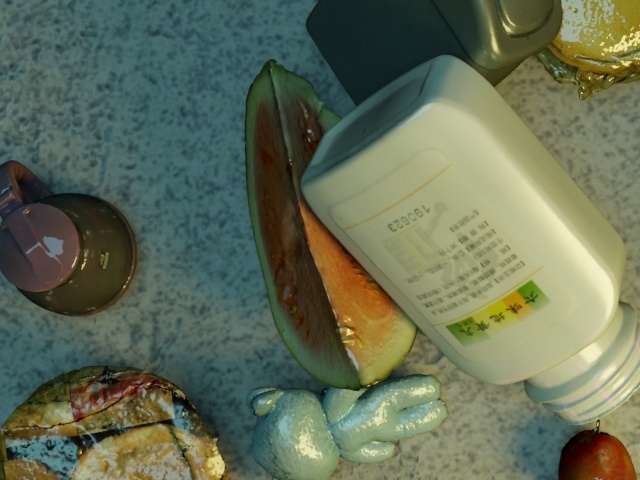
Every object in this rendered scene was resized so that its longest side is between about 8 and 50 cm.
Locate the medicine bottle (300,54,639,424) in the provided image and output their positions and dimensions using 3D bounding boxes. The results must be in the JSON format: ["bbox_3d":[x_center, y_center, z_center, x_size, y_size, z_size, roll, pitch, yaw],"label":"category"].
[{"bbox_3d":[0.146,0.011,1.415,0.179,0.124,0.324,-32,108,32],"label":"medicine bottle"}]

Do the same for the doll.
[{"bbox_3d":[0.021,0.160,1.519,0.179,0.075,0.120,-20,114,-12],"label":"doll"}]

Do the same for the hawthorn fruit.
[{"bbox_3d":[0.241,0.206,1.474,0.077,0.077,0.077,-1,86,10],"label":"hawthorn fruit"}]

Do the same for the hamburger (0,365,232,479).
[{"bbox_3d":[-0.186,0.222,1.530,0.231,0.107,0.231,0,88,6],"label":"hamburger"}]

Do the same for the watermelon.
[{"bbox_3d":[0.023,-0.001,1.496,0.128,0.159,0.303,-10,73,-17],"label":"watermelon"}]

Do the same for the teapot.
[{"bbox_3d":[-0.240,-0.005,1.531,0.116,0.146,0.148,-7,85,10],"label":"teapot"}]

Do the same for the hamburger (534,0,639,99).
[{"bbox_3d":[0.269,-0.238,1.472,0.215,0.122,0.189,-33,88,3],"label":"hamburger"}]

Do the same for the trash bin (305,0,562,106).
[{"bbox_3d":[0.097,-0.198,1.443,0.101,0.236,0.177,-29,80,-35],"label":"trash bin"}]
